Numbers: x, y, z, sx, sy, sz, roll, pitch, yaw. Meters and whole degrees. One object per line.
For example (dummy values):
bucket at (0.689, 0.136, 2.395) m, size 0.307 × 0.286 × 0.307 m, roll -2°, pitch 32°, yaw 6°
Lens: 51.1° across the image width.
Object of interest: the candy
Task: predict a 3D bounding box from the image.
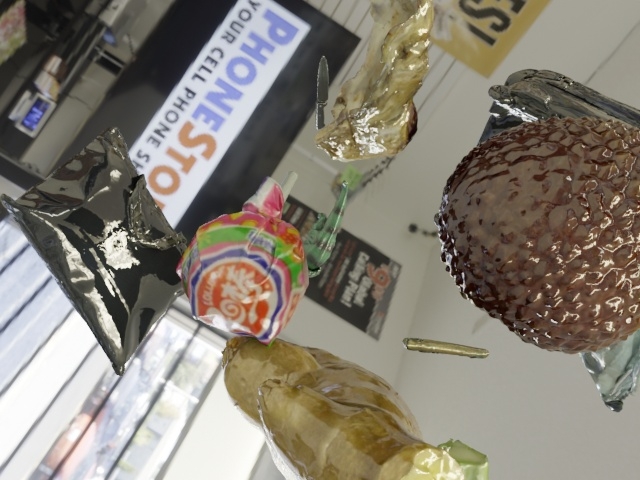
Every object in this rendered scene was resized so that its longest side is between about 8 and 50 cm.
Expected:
candy at (-0.057, -0.016, 0.736) m, size 0.124 × 0.124 × 0.365 m, roll -56°, pitch -174°, yaw 23°

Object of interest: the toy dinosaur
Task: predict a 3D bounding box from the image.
toy dinosaur at (-0.004, -0.003, 1.547) m, size 0.292 × 0.079 × 0.120 m, roll -62°, pitch -163°, yaw 4°

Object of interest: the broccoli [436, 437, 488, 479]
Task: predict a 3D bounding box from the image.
broccoli at (0.224, 0.535, 1.164) m, size 0.375 × 0.302 × 0.249 m, roll 14°, pitch -142°, yaw 41°

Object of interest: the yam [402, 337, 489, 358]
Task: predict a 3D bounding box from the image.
yam at (0.133, 0.115, 0.708) m, size 0.014 × 0.107 × 0.014 m, roll -169°, pitch -90°, yaw -68°

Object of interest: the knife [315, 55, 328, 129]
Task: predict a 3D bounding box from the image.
knife at (0.003, -0.260, 1.192) m, size 0.170 × 0.023 × 0.010 m, roll 92°, pitch -9°, yaw -54°

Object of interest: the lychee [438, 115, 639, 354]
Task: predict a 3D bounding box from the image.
lychee at (0.179, -0.007, 0.509) m, size 0.194 × 0.194 × 0.194 m, roll -57°, pitch -175°, yaw 8°

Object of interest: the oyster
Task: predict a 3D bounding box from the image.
oyster at (0.076, -0.180, 0.737) m, size 0.161 × 0.107 × 0.233 m, roll -78°, pitch -169°, yaw -51°

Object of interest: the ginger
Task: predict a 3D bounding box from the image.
ginger at (0.018, 0.152, 0.607) m, size 0.166 × 0.236 × 0.375 m, roll -27°, pitch 160°, yaw -15°

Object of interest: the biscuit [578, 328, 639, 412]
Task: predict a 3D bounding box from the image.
biscuit at (0.358, 0.052, 0.900) m, size 0.309 × 0.079 × 0.186 m, roll -108°, pitch -157°, yaw -45°

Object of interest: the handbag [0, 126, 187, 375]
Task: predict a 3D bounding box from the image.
handbag at (-0.254, 0.005, 0.842) m, size 0.088 × 0.254 × 0.211 m, roll -12°, pitch -155°, yaw 30°

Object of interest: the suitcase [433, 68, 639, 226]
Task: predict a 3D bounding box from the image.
suitcase at (0.417, -0.095, 1.197) m, size 0.188 × 0.339 × 0.345 m, roll -34°, pitch 150°, yaw -45°
